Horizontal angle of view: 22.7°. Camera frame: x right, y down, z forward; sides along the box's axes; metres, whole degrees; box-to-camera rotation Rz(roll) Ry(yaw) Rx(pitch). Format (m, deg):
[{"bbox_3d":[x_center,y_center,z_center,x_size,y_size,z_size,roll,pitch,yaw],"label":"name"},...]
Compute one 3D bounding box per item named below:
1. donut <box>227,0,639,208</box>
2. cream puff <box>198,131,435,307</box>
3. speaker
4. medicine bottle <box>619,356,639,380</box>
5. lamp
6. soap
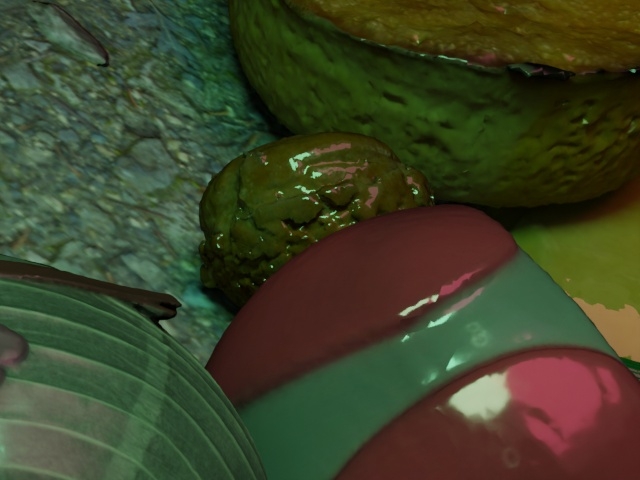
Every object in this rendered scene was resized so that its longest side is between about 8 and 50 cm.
[{"bbox_3d":[0.097,-0.169,1.299,0.435,0.163,0.377,26,35,21],"label":"donut"},{"bbox_3d":[0.000,0.000,1.052,0.165,0.150,0.115,-13,63,-6],"label":"cream puff"},{"bbox_3d":[0.065,0.124,0.800,0.294,0.294,0.294,26,30,-16],"label":"speaker"},{"bbox_3d":[0.289,0.133,1.141,0.260,0.095,0.064,18,1,-5],"label":"medicine bottle"},{"bbox_3d":[-0.151,0.116,0.644,0.265,0.233,0.233,-3,44,-25],"label":"lamp"},{"bbox_3d":[0.321,0.056,1.302,0.427,0.115,0.306,14,35,-4],"label":"soap"}]
